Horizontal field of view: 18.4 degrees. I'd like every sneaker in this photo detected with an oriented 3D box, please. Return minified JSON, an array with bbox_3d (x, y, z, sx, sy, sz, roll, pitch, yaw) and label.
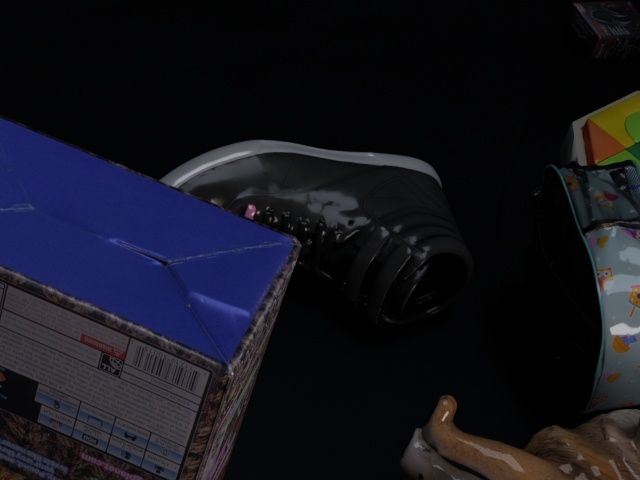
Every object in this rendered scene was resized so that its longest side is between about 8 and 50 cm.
[{"bbox_3d":[0.000,0.000,1.626,0.296,0.104,0.147,-1,38,-29],"label":"sneaker"}]

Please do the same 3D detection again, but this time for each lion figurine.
[{"bbox_3d":[0.143,0.252,1.397,0.240,0.142,0.392,30,54,2],"label":"lion figurine"}]

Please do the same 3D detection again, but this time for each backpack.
[{"bbox_3d":[0.249,0.045,1.627,0.144,0.166,0.188,2,44,-5],"label":"backpack"}]

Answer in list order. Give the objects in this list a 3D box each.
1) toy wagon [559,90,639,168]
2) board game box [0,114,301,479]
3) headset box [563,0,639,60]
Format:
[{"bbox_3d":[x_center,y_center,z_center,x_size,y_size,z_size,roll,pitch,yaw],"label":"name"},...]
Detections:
[{"bbox_3d":[0.386,-0.012,1.823,0.344,0.068,0.267,41,44,25],"label":"toy wagon"},{"bbox_3d":[-0.171,0.100,1.298,0.232,0.291,0.141,23,39,4],"label":"board game box"},{"bbox_3d":[0.299,-0.219,2.056,0.083,0.032,0.062,-4,45,-28],"label":"headset box"}]
